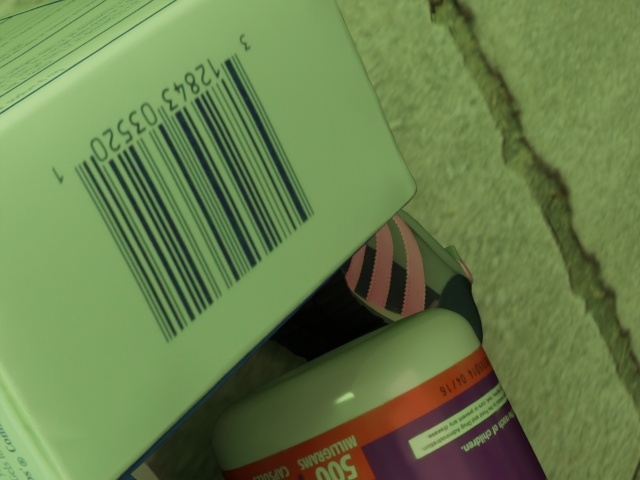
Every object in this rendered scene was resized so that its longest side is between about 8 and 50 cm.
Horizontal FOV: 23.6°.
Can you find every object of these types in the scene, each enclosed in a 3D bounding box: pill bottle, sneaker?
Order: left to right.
[{"bbox_3d":[0.000,0.000,1.054,0.319,0.112,0.131,40,40,-42],"label":"sneaker"},{"bbox_3d":[0.074,0.216,0.951,0.181,0.181,0.323,-24,87,-48],"label":"pill bottle"}]

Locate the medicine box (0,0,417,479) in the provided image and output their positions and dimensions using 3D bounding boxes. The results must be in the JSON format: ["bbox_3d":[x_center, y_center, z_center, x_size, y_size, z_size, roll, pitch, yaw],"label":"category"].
[{"bbox_3d":[-0.152,-0.005,0.721,0.263,0.289,0.149,-43,115,-42],"label":"medicine box"}]

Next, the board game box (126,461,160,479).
[{"bbox_3d":[-0.132,0.326,0.857,0.308,0.086,0.302,57,47,-27],"label":"board game box"}]
